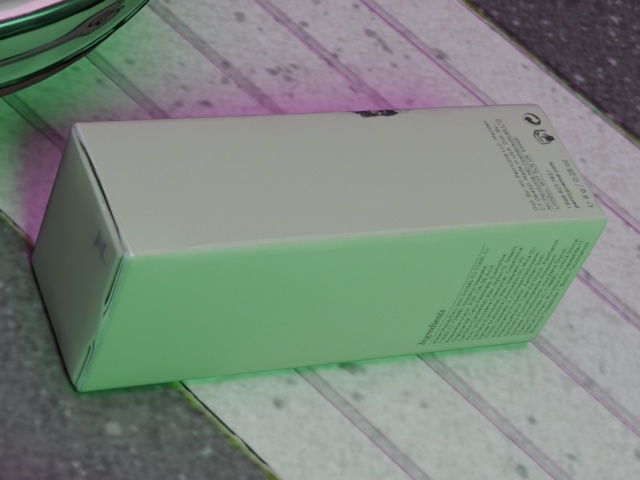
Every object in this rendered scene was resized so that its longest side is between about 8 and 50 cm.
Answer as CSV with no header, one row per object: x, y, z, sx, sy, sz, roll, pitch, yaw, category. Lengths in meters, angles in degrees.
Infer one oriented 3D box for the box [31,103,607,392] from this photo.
0.000,0.000,0.954,0.275,0.113,0.094,-3,50,-28,box

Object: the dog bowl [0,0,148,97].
-0.230,-0.248,0.977,0.408,0.150,0.408,3,66,-8,dog bowl
